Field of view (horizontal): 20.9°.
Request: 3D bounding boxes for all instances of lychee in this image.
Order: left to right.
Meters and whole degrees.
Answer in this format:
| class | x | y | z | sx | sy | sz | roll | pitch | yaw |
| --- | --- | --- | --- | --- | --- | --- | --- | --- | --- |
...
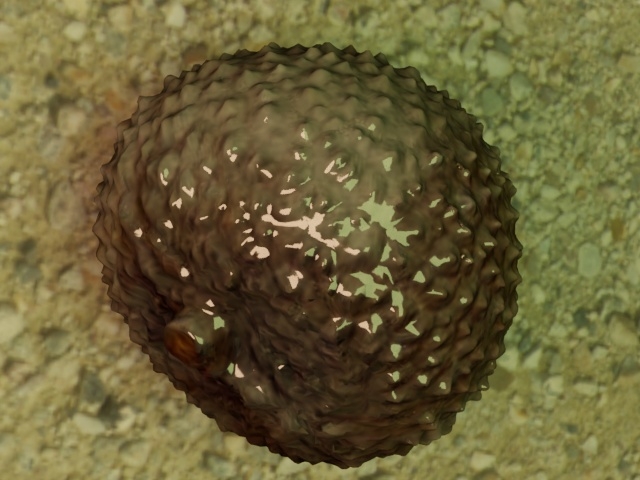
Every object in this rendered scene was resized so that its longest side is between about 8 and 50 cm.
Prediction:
| class | x | y | z | sx | sy | sz | roll | pitch | yaw |
| --- | --- | --- | --- | --- | --- | --- | --- | --- | --- |
| lychee | 0.000 | -0.002 | 1.141 | 0.300 | 0.300 | 0.300 | -4 | 98 | -29 |
